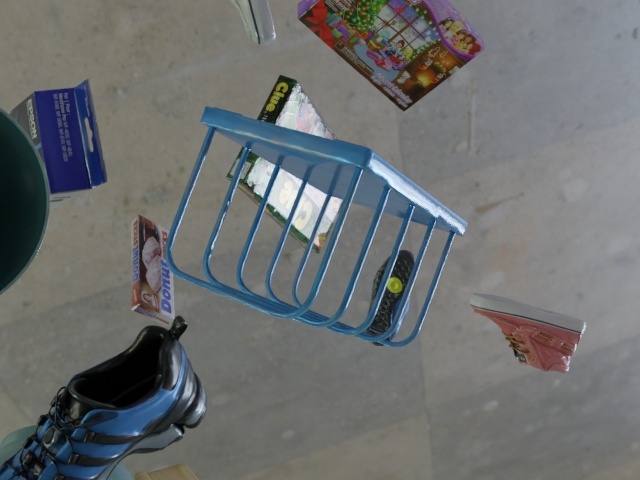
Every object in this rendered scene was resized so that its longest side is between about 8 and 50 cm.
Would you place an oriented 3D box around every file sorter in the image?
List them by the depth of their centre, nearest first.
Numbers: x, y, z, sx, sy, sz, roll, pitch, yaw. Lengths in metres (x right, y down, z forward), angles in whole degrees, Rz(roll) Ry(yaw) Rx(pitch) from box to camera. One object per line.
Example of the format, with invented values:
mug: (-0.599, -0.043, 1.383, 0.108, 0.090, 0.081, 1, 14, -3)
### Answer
file sorter: (0.000, 0.000, 0.536, 0.170, 0.118, 0.104, 24, 86, -60)

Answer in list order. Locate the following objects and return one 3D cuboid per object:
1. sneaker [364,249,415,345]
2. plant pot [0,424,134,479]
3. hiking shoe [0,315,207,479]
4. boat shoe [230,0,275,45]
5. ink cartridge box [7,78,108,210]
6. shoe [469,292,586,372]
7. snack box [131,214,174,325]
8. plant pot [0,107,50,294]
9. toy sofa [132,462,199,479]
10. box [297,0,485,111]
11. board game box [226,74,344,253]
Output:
sneaker: (0.140, 0.101, 1.570, 0.082, 0.069, 0.209, -34, 143, -54)
plant pot: (-0.377, 0.382, 1.160, 0.293, 0.196, 0.293, -3, 140, -2)
hiking shoe: (-0.251, 0.197, 0.816, 0.304, 0.113, 0.132, -41, 142, -32)
boat shoe: (-0.126, -0.350, 1.047, 0.076, 0.083, 0.226, -21, 99, -4)
ink cartridge box: (-0.453, -0.131, 1.316, 0.065, 0.165, 0.333, -7, 174, -43)
shoe: (0.275, 0.128, 1.122, 0.178, 0.063, 0.081, 15, 94, -19)
snack box: (-0.248, 0.042, 1.220, 0.022, 0.178, 0.064, -37, 132, 24)
plant pot: (-0.506, -0.041, 1.058, 0.290, 0.290, 0.195, -1, 176, -22)
toy sofa: (-0.313, 0.548, 1.335, 0.177, 0.150, 0.362, 2, 125, -54)
box: (0.130, -0.387, 1.497, 0.201, 0.057, 0.293, -36, 126, 29)
board game box: (-0.025, -0.084, 1.027, 0.136, 0.030, 0.260, -62, 155, -7)
